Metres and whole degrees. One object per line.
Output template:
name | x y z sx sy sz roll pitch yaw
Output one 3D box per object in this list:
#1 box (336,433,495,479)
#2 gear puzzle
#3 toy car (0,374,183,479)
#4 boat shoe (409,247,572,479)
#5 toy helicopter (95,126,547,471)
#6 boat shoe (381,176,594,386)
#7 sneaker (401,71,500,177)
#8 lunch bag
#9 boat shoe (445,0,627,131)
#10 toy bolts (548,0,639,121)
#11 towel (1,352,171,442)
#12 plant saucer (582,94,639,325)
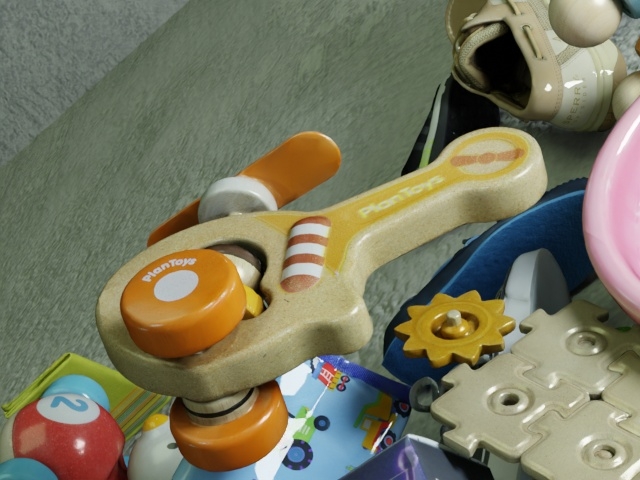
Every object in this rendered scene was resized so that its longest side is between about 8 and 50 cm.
box | 0.059 0.252 0.850 0.153 0.108 0.207 -38 53 19
gear puzzle | 0.173 0.117 0.896 0.175 0.044 0.339 -31 39 -30
toy car | -0.168 0.218 1.324 0.238 0.210 0.219 -26 15 14
boat shoe | 0.131 0.133 1.031 0.105 0.113 0.306 -14 45 28
toy helicopter | 0.000 0.000 1.015 0.355 0.140 0.235 -25 35 -10
boat shoe | 0.148 0.022 1.207 0.258 0.109 0.089 -35 21 20
sneaker | 0.124 -0.097 1.482 0.097 0.084 0.234 -29 27 40
lunch bag | -0.053 0.230 1.123 0.221 0.138 0.293 -59 -4 -27
boat shoe | 0.194 -0.207 1.425 0.341 0.110 0.121 -130 42 -62
toy bolts | 0.300 -0.166 1.117 0.158 0.228 0.218 -42 30 8
towel | -0.257 0.181 1.526 0.102 0.237 0.021 -44 63 4
plant saucer | 0.346 -0.041 0.925 0.332 0.084 0.332 -25 38 21
